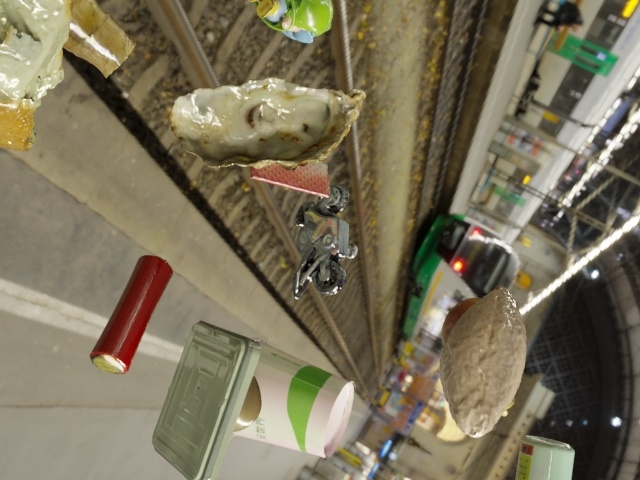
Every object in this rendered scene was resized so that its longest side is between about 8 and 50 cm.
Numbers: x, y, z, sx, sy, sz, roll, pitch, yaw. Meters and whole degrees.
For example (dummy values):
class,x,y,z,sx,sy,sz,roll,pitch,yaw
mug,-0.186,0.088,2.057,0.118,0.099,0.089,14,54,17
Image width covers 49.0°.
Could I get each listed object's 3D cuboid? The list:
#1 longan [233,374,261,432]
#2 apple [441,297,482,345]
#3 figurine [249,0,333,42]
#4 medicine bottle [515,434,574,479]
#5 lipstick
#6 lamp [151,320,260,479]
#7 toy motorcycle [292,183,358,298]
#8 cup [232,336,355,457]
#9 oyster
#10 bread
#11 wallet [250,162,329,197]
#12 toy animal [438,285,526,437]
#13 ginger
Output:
class,x,y,z,sx,sy,sz,roll,pitch,yaw
longan,-0.210,0.331,1.528,0.189,0.189,0.189,-57,168,-19
apple,0.408,0.250,1.860,0.160,0.173,0.195,-10,100,-42
figurine,-0.066,-0.531,1.591,0.143,0.162,0.263,-42,170,28
medicine bottle,0.585,0.640,1.849,0.139,0.139,0.226,50,50,-78
lipstick,-0.361,0.139,1.353,0.080,0.080,0.241,104,3,-52
lamp,-0.219,0.295,1.317,0.266,0.047,0.269,3,-108,58
toy motorcycle,0.000,0.000,1.844,0.108,0.173,0.308,27,62,-50
cup,-0.076,0.392,1.700,0.253,0.273,0.253,14,90,-69
oyster,-0.074,-0.196,1.310,0.395,0.204,0.111,-8,150,-16
bread,-0.447,-0.251,0.881,0.279,0.250,0.225,-5,-108,65
wallet,-0.069,-0.161,1.612,0.020,0.196,0.103,-46,-142,48
toy animal,0.373,0.277,1.613,0.226,0.188,0.359,69,41,-64
ginger,-0.457,-0.417,1.291,0.263,0.109,0.117,49,52,-37
